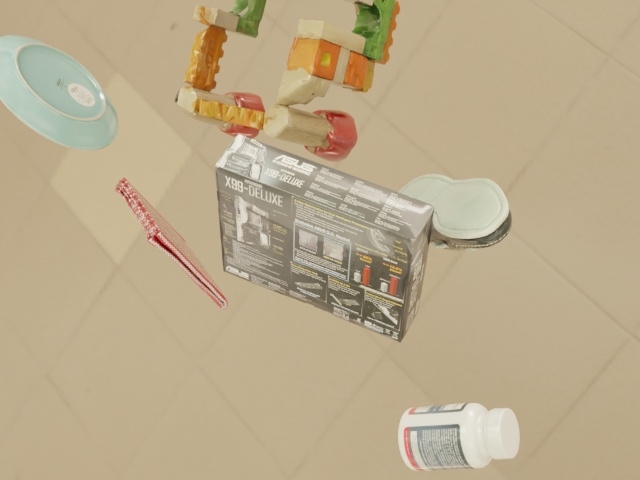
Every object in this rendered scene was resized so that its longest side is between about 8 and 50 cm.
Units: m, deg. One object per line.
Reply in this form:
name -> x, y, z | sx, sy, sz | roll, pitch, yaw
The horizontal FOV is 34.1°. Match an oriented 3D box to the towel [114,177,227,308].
towel -> -0.265, 0.004, 1.830 | 0.031, 0.199, 0.275 | -42, 33, -2

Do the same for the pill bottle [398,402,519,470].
pill bottle -> 0.230, 0.324, 1.727 | 0.180, 0.108, 0.108 | -10, 78, 32

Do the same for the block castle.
block castle -> -0.033, -0.374, 1.713 | 0.303, 0.213, 0.453 | 17, 96, 40

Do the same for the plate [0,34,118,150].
plate -> -0.324, -0.189, 1.288 | 0.024, 0.188, 0.188 | -44, 62, 27

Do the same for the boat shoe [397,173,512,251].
boat shoe -> 0.214, -0.034, 1.584 | 0.114, 0.091, 0.302 | -41, 21, -4

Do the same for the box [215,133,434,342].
box -> 0.000, 0.000, 1.513 | 0.307, 0.242, 0.076 | 21, 53, 16
